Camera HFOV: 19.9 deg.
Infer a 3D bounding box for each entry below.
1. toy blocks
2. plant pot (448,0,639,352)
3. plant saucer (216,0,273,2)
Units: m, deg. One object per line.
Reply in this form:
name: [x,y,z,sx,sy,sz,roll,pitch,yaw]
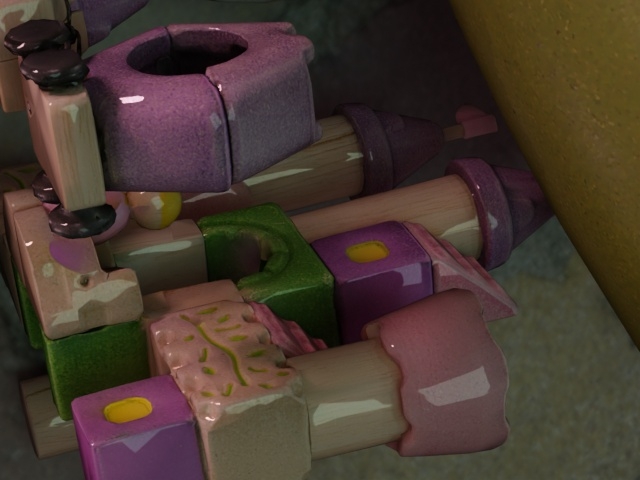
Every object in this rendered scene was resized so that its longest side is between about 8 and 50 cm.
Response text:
toy blocks: [0.000,0.000,0.792,0.260,0.288,0.309,-14,119,-14]
plant pot: [0.165,-0.123,0.753,0.275,0.275,0.293,-43,102,-8]
plant saucer: [0.010,-0.290,0.797,0.400,0.100,0.401,-15,118,-30]
